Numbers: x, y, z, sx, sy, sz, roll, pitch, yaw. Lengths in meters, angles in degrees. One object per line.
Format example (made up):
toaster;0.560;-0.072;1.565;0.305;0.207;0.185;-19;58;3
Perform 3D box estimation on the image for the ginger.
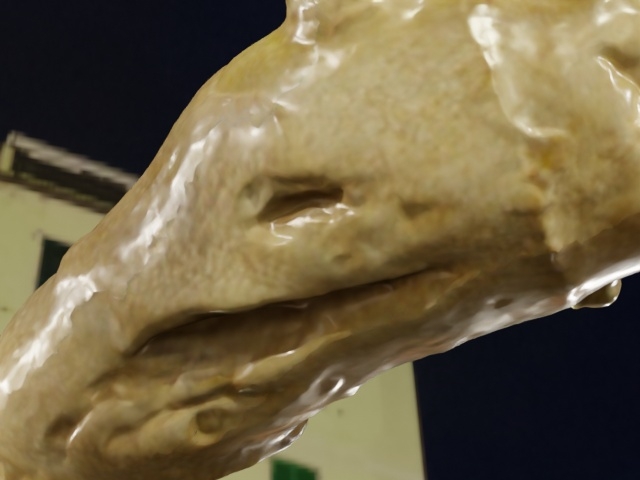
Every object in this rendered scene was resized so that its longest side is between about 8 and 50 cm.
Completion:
ginger;0.000;0.000;0.560;0.354;0.126;0.190;-35;-64;15
